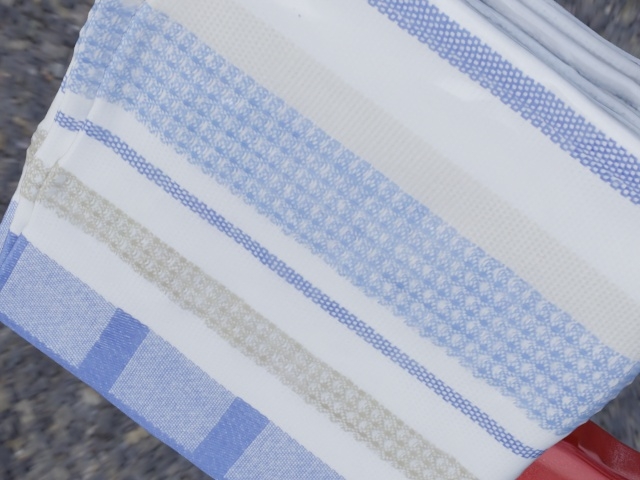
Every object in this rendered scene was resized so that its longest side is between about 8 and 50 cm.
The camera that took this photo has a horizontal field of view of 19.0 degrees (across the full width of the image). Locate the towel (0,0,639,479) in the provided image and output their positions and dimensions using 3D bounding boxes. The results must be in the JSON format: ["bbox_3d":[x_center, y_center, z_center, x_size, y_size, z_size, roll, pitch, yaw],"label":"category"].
[{"bbox_3d":[0.000,0.000,0.637,0.209,0.285,0.034,37,51,1],"label":"towel"}]

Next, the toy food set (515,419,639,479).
[{"bbox_3d":[0.132,0.062,0.808,0.104,0.111,0.232,24,130,8],"label":"toy food set"}]
